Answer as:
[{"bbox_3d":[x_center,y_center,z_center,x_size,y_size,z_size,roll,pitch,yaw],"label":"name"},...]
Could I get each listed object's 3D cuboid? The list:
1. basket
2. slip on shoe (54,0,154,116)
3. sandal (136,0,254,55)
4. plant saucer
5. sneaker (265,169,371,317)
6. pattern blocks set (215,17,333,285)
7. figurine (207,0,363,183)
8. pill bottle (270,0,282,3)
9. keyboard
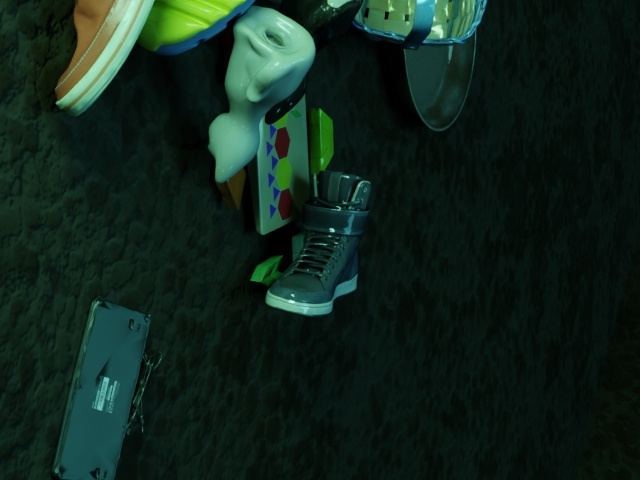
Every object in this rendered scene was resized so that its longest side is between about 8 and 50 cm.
[{"bbox_3d":[0.129,-0.371,1.858,0.289,0.201,0.255,135,-39,-81],"label":"basket"},{"bbox_3d":[-0.201,-0.279,1.354,0.123,0.101,0.331,179,-71,-72],"label":"slip on shoe"},{"bbox_3d":[-0.082,-0.311,1.490,0.317,0.126,0.138,-48,168,-13],"label":"sandal"},{"bbox_3d":[0.168,-0.324,2.158,0.310,0.050,0.310,-12,104,-63],"label":"plant saucer"},{"bbox_3d":[-0.002,-0.001,1.725,0.226,0.086,0.163,-36,137,-70],"label":"sneaker"},{"bbox_3d":[-0.055,-0.109,1.746,0.285,0.026,0.325,-11,104,-63],"label":"pattern blocks set"},{"bbox_3d":[-0.051,-0.183,1.566,0.215,0.092,0.209,-55,173,-45],"label":"figurine"},{"bbox_3d":[-0.028,-0.339,1.675,0.187,0.112,0.112,-24,115,-62],"label":"pill bottle"},{"bbox_3d":[-0.223,0.161,1.444,0.100,0.038,0.192,25,70,-38],"label":"keyboard"}]
